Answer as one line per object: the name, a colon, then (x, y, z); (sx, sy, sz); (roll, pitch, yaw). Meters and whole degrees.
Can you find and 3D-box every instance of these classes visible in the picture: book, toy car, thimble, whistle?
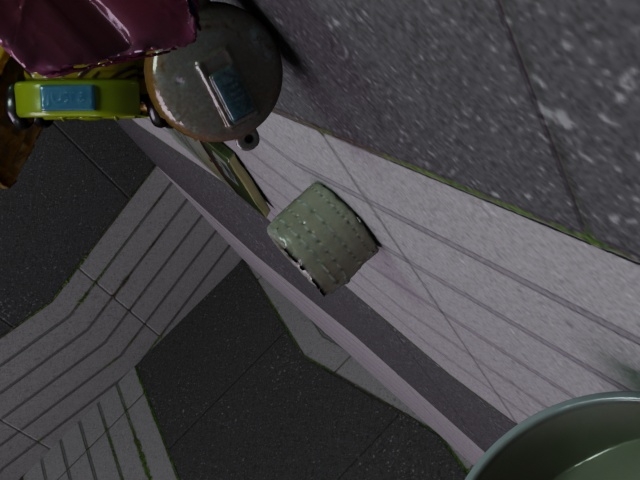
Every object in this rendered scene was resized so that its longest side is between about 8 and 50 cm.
book: (-0.210, -0.166, 1.407); (0.289, 0.026, 0.201); (41, 171, 29)
toy car: (-0.282, -0.212, 1.002); (0.248, 0.200, 0.142); (-109, 19, -80)
thimble: (0.000, 0.000, 0.943); (0.115, 0.090, 0.102); (47, 172, -7)
whistle: (-0.097, -0.163, 0.597); (0.220, 0.107, 0.057); (65, 169, -23)

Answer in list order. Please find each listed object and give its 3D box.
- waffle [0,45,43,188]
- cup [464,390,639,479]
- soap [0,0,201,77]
waffle: (-0.416, -0.232, 1.063); (0.091, 0.308, 0.213); (24, 171, 2)
cup: (0.294, 0.291, 0.556); (0.323, 0.236, 0.327); (-8, 133, 42)
soap: (-0.170, -0.206, 0.466); (0.250, 0.162, 0.099); (49, 172, -21)
